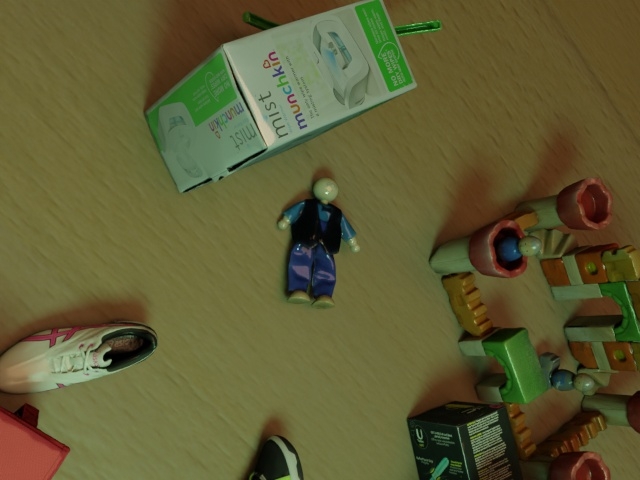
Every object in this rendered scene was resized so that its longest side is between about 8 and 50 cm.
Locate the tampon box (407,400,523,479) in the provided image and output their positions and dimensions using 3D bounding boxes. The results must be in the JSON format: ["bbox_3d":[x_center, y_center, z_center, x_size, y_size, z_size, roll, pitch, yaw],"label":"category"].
[{"bbox_3d":[0.217,0.330,1.126,0.101,0.120,0.161,-12,90,-31],"label":"tampon box"}]

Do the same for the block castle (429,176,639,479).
[{"bbox_3d":[0.398,0.153,1.207,0.303,0.213,0.453,-23,96,-32],"label":"block castle"}]

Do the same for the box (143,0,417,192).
[{"bbox_3d":[-0.057,-0.171,0.943,0.231,0.262,0.127,-27,97,-30],"label":"box"}]

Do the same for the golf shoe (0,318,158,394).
[{"bbox_3d":[-0.278,0.129,0.872,0.186,0.086,0.067,-15,93,-31],"label":"golf shoe"}]

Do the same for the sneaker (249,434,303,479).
[{"bbox_3d":[-0.090,0.361,0.956,0.097,0.084,0.235,18,74,-27],"label":"sneaker"}]

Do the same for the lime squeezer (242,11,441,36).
[{"bbox_3d":[0.016,-0.292,1.096,0.310,0.110,0.059,-5,104,-27],"label":"lime squeezer"}]

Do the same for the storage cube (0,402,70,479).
[{"bbox_3d":[-0.392,0.222,0.732,0.193,0.183,0.215,40,66,-20],"label":"storage cube"}]

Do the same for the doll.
[{"bbox_3d":[0.000,0.000,1.081,0.129,0.046,0.189,13,71,-20],"label":"doll"}]
